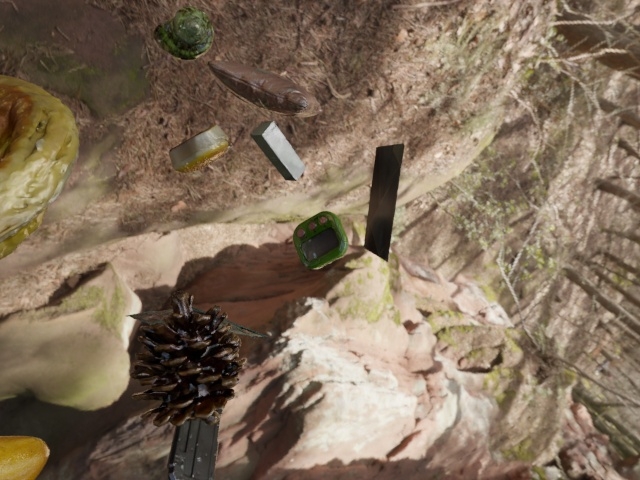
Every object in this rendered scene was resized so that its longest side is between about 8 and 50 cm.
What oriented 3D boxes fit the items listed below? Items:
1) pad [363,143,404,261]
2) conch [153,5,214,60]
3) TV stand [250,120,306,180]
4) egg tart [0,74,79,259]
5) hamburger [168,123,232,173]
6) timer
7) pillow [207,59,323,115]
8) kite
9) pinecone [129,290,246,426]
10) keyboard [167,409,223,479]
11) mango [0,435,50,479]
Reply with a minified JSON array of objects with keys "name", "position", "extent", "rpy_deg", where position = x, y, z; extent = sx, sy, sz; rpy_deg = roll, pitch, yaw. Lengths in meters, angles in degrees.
[{"name":"pad","position":[0.134,-0.086,0.943],"extent":[0.004,0.163,0.243],"rpy_deg":[5,98,-14]},{"name":"conch","position":[-0.440,-0.669,1.409],"extent":[0.187,0.124,0.181],"rpy_deg":[-17,168,-23]},{"name":"TV stand","position":[-0.175,-0.376,1.845],"extent":[0.088,0.083,0.269],"rpy_deg":[-57,132,-23]},{"name":"egg tart","position":[-0.573,-0.078,0.663],"extent":[0.443,0.443,0.178],"rpy_deg":[-23,142,-15]},{"name":"hamburger","position":[-0.538,-0.398,1.933],"extent":[0.295,0.227,0.151],"rpy_deg":[-15,112,30]},{"name":"timer","position":[0.000,0.000,1.102],"extent":[0.140,0.128,0.047],"rpy_deg":[-29,163,23]},{"name":"pillow","position":[-0.116,-0.339,0.988],"extent":[0.236,0.223,0.084],"rpy_deg":[21,102,1]},{"name":"kite","position":[-0.334,0.234,1.194],"extent":[0.406,0.368,0.014],"rpy_deg":[17,92,-32]},{"name":"pinecone","position":[-0.217,0.194,0.716],"extent":[0.185,0.212,0.168],"rpy_deg":[-18,154,23]},{"name":"keyboard","position":[-0.239,0.354,0.857],"extent":[0.016,0.262,0.106],"rpy_deg":[-32,124,20]},{"name":"mango","position":[-0.563,0.393,0.707],"extent":[0.219,0.112,0.145],"rpy_deg":[2,106,-56]}]
